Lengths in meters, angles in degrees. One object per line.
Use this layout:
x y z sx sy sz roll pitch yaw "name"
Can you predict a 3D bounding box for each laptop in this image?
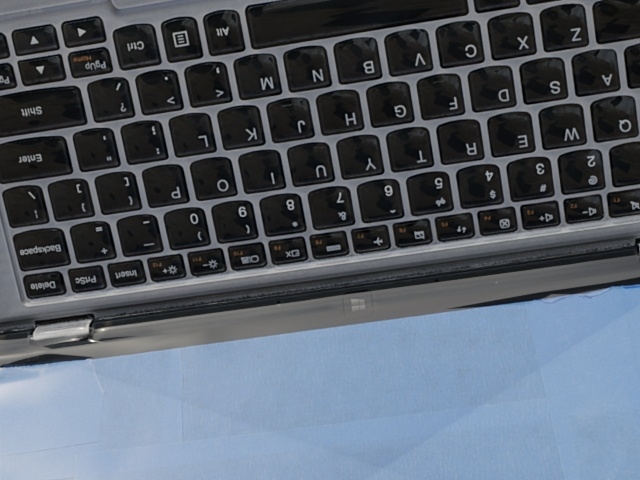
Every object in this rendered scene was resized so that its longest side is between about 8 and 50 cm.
0.000 0.000 0.568 0.382 0.408 0.236 -8 16 7 "laptop"
